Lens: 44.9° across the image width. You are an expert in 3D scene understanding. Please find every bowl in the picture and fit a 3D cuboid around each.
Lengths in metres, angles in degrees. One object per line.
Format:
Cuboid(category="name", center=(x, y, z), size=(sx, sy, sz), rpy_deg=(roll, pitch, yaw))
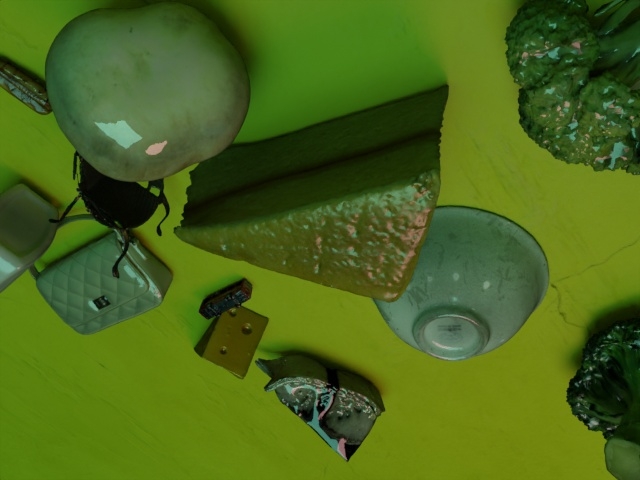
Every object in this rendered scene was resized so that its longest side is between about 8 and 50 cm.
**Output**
Cuboid(category="bowl", center=(0.217, 0.108, 1.271), size=(0.314, 0.146, 0.313), rpy_deg=(6, 134, 6))

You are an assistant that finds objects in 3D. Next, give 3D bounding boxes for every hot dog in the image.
Cuboid(category="hot dog", center=(-0.453, -0.237, 1.176), size=(0.122, 0.037, 0.049), rpy_deg=(40, 140, -16))

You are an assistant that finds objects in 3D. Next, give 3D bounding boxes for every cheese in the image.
Cuboid(category="cheese", center=(-0.188, 0.210, 1.508), size=(0.093, 0.126, 0.171), rpy_deg=(27, 152, -11))

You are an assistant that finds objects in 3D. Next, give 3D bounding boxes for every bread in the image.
Cuboid(category="bread", center=(-0.027, -0.090, 1.081), size=(0.362, 0.233, 0.244), rpy_deg=(11, 133, 3))

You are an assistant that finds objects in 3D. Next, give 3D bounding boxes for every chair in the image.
Cuboid(category="chair", center=(-0.318, -0.079, 1.202), size=(0.149, 0.174, 0.213), rpy_deg=(34, 136, 5))

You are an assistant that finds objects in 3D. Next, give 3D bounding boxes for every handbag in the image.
Cuboid(category="handbag", center=(-0.418, 0.057, 1.411), size=(0.256, 0.079, 0.219), rpy_deg=(-24, 119, 28))

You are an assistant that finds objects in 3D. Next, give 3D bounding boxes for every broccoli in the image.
Cuboid(category="broccoli", center=(0.383, -0.182, 0.941), size=(0.302, 0.186, 0.254), rpy_deg=(1, 123, 20))
Cuboid(category="broccoli", center=(0.538, 0.273, 1.271), size=(0.298, 0.297, 0.297), rpy_deg=(16, 117, 35))

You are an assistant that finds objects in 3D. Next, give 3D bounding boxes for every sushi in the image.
Cuboid(category="sushi", center=(0.007, 0.288, 1.516), size=(0.273, 0.134, 0.109), rpy_deg=(41, 115, -6))

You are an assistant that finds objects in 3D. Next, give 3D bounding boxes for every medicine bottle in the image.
Cuboid(category="medicine bottle", center=(-0.600, 0.042, 1.363), size=(0.124, 0.179, 0.324), rpy_deg=(39, 129, -23))

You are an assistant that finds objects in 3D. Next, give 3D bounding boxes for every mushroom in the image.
Cuboid(category="mushroom", center=(-0.234, -0.197, 1.050), size=(0.260, 0.253, 0.234), rpy_deg=(31, 168, -11))

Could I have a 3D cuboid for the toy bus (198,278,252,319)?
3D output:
Cuboid(category="toy bus", center=(-0.174, 0.108, 1.425), size=(0.110, 0.043, 0.031), rpy_deg=(-26, 126, 29))
